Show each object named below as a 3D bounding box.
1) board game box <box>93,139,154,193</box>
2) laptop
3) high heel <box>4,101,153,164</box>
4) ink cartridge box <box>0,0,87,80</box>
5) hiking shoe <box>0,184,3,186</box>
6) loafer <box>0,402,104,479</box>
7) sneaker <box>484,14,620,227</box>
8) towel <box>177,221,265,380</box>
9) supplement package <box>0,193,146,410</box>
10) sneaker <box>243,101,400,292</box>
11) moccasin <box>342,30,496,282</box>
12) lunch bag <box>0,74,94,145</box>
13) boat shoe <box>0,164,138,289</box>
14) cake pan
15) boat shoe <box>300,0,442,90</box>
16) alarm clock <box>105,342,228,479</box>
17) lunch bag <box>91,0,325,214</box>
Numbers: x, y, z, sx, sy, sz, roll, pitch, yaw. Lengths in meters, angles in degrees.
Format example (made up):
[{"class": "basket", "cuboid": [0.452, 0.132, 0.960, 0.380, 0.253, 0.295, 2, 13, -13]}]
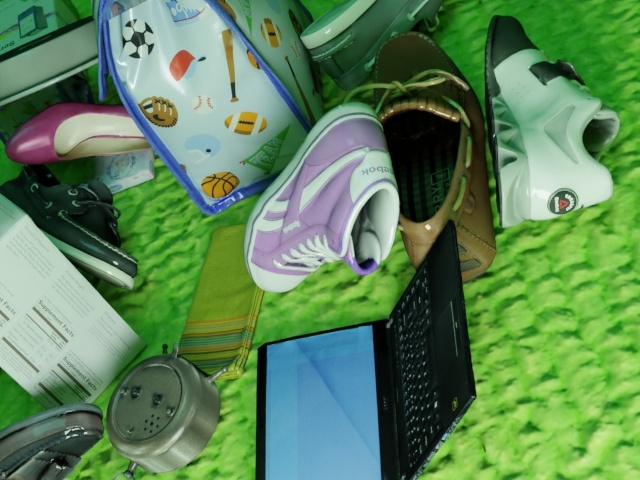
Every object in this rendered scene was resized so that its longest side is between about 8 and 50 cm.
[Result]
[{"class": "board game box", "cuboid": [-0.277, -0.108, 1.925, 0.090, 0.020, 0.090, -20, 43, 15]}, {"class": "laptop", "cuboid": [0.038, 0.132, 1.404, 0.234, 0.136, 0.264, -92, 22, -43]}, {"class": "high heel", "cuboid": [-0.301, -0.138, 1.862, 0.244, 0.082, 0.117, -15, 35, -31]}, {"class": "ink cartridge box", "cuboid": [-0.466, -0.307, 2.180, 0.154, 0.093, 0.212, -27, 44, 8]}, {"class": "hiking shoe", "cuboid": [-0.583, -0.077, 2.057, 0.132, 0.113, 0.304, -19, 27, -28]}, {"class": "loafer", "cuboid": [-0.367, 0.289, 1.572, 0.302, 0.109, 0.095, -29, 61, 16]}, {"class": "sneaker", "cuboid": [0.261, -0.142, 1.555, 0.146, 0.122, 0.331, -6, 45, 5]}, {"class": "towel", "cuboid": [-0.116, 0.069, 1.656, 0.102, 0.021, 0.237, -8, 48, 26]}, {"class": "supplement package", "cuboid": [-0.374, 0.064, 1.646, 0.145, 0.262, 0.204, -46, 43, -13]}, {"class": "sneaker", "cuboid": [-0.001, 0.000, 1.509, 0.282, 0.102, 0.161, -61, 38, 43]}, {"class": "moccasin", "cuboid": [0.112, -0.121, 1.588, 0.139, 0.147, 0.380, -17, 44, 19]}, {"class": "lunch bag", "cuboid": [-0.409, -0.190, 2.034, 0.128, 0.096, 0.151, -29, 15, 7]}, {"class": "boat shoe", "cuboid": [-0.326, -0.032, 1.809, 0.340, 0.127, 0.113, 23, 77, 54]}, {"class": "cake pan", "cuboid": [-0.394, -0.257, 1.939, 0.293, 0.054, 0.293, -22, 15, 6]}, {"class": "boat shoe", "cuboid": [0.104, -0.308, 1.812, 0.319, 0.099, 0.116, -41, 17, -33]}, {"class": "alarm clock", "cuboid": [-0.189, 0.210, 1.536, 0.129, 0.064, 0.192, 14, 73, 39]}, {"class": "lunch bag", "cuboid": [-0.169, -0.281, 1.742, 0.238, 0.385, 0.328, -23, 44, 12]}]
